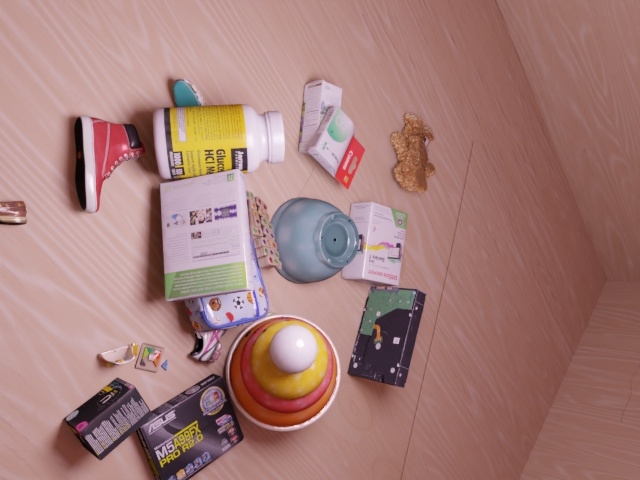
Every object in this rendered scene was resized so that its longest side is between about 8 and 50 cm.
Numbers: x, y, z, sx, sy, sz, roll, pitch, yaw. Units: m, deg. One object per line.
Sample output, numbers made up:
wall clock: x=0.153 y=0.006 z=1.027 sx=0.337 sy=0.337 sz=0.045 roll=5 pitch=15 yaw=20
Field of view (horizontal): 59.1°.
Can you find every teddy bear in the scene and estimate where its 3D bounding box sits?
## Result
teddy bear: x=0.364 y=-0.342 z=2.238 sx=0.245 sy=0.113 sz=0.339 roll=13 pitch=73 yaw=-47

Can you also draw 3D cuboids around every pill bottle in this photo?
pill bottle: x=-0.271 y=-0.270 z=1.525 sx=0.333 sy=0.188 sz=0.188 roll=-6 pitch=94 yaw=-10

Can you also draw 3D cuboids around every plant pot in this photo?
plant pot: x=0.000 y=0.000 z=1.841 sx=0.292 sy=0.196 sz=0.294 roll=0 pitch=90 yaw=-41

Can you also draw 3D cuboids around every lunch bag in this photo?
lunch bag: x=-0.277 y=0.100 z=1.615 sx=0.243 sy=0.115 sz=0.304 roll=-7 pitch=78 yaw=-39

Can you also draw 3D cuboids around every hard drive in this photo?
hard drive: x=0.237 y=0.334 z=2.018 sx=0.064 sy=0.236 sz=0.339 roll=27 pitch=72 yaw=-38

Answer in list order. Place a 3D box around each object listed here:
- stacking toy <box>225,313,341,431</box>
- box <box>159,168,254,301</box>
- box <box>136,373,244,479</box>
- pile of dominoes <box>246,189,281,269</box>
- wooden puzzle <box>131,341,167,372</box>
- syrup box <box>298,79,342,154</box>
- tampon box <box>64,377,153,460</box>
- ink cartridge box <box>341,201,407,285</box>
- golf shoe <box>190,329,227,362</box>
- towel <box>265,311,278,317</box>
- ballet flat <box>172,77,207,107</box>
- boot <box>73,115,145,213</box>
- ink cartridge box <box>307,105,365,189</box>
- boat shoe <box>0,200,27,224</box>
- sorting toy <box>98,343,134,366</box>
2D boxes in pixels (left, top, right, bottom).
stacking toy: x=-0.078 y=0.321 z=1.534 sx=0.350 sy=0.480 sz=0.351 roll=4 pitch=67 yaw=-9
box: x=-0.302 y=-0.012 z=1.487 sx=0.058 sy=0.232 sz=0.322 roll=40 pitch=43 yaw=-72
box: x=-0.367 y=0.542 z=1.604 sx=0.270 sy=0.060 sz=0.217 roll=-26 pitch=107 yaw=-38
pile of dominoes: x=-0.176 y=-0.039 z=1.702 sx=0.196 sy=0.040 sz=0.251 roll=17 pitch=56 yaw=-64
wooden puzzle: x=-0.467 y=0.321 z=1.549 sx=0.116 sy=0.014 sz=0.079 roll=17 pitch=79 yaw=-40
syrup box: x=-0.001 y=-0.409 z=1.909 sx=0.093 sy=0.096 sz=0.237 roll=10 pitch=83 yaw=-43
tampon box: x=-0.532 y=0.444 z=1.421 sx=0.161 sy=0.120 sz=0.102 roll=-39 pitch=115 yaw=-35
ink cartridge box: x=0.200 y=0.018 z=2.067 sx=0.201 sy=0.117 sz=0.279 roll=14 pitch=81 yaw=-40
golf shoe: x=-0.320 y=0.260 z=1.642 sx=0.085 sy=0.067 sz=0.186 roll=23 pitch=75 yaw=-39
towel: x=-0.130 y=0.296 z=1.836 sx=0.148 sy=0.027 sz=0.110 roll=20 pitch=77 yaw=-40
ballet flat: x=-0.348 y=-0.356 z=1.630 sx=0.077 sy=0.091 sz=0.241 roll=-67 pitch=139 yaw=-58
boot: x=-0.533 y=-0.188 z=1.453 sx=0.176 sy=0.088 sz=0.245 roll=2 pitch=85 yaw=-43
ink cartridge box: x=0.074 y=-0.304 z=1.881 sx=0.224 sy=0.056 sz=0.181 roll=39 pitch=65 yaw=-36
boat shoe: x=-0.756 y=-0.072 z=1.272 sx=0.177 sy=0.064 sz=0.060 roll=6 pitch=80 yaw=-47
sorting toy: x=-0.519 y=0.306 z=1.463 sx=0.083 sy=0.075 sz=0.045 roll=-13 pitch=98 yaw=-40
